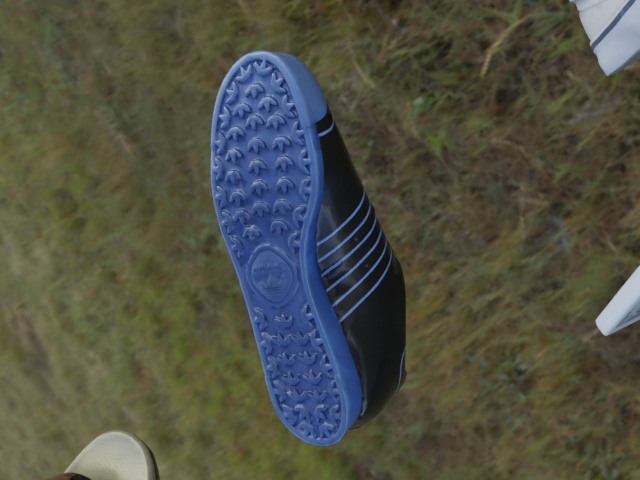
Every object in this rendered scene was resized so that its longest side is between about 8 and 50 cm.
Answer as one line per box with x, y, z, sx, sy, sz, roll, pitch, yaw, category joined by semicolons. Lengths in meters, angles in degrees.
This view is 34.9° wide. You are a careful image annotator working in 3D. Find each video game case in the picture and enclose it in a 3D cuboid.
0.355;0.017;0.929;0.023;0.183;0.201;62;173;19;video game case

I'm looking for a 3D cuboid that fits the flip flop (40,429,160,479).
-0.230;0.243;0.794;0.112;0.277;0.080;12;128;35;flip flop

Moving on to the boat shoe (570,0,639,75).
0.274;-0.256;0.817;0.157;0.135;0.367;59;180;4;boat shoe

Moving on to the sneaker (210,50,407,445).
0.000;0.000;0.609;0.081;0.090;0.232;0;104;36;sneaker
